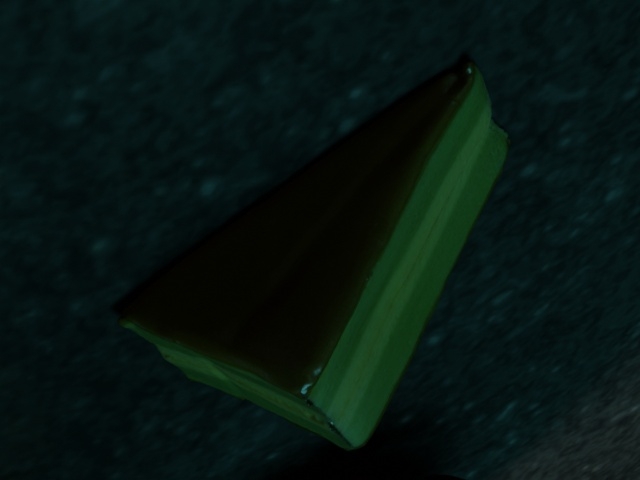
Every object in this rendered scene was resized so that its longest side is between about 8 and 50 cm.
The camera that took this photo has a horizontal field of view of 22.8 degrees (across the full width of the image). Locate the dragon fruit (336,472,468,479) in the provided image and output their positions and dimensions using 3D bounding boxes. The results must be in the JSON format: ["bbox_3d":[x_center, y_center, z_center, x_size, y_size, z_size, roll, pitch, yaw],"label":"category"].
[{"bbox_3d":[0.036,0.202,0.760,0.182,0.182,0.188,-28,130,-9],"label":"dragon fruit"}]

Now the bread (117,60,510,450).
[{"bbox_3d":[0.003,-0.004,0.591,0.139,0.084,0.074,-63,150,-12],"label":"bread"}]
